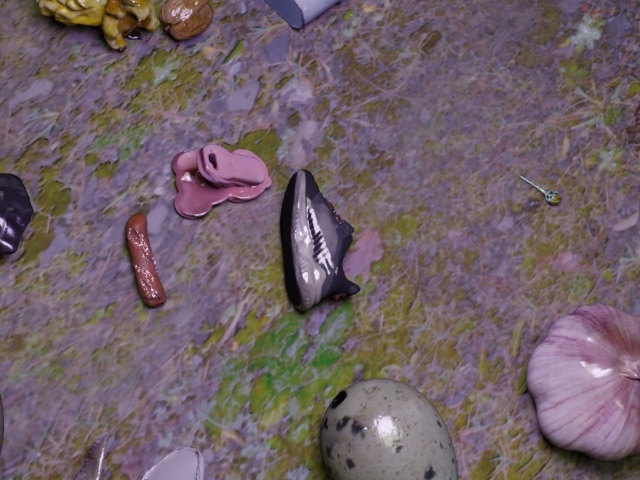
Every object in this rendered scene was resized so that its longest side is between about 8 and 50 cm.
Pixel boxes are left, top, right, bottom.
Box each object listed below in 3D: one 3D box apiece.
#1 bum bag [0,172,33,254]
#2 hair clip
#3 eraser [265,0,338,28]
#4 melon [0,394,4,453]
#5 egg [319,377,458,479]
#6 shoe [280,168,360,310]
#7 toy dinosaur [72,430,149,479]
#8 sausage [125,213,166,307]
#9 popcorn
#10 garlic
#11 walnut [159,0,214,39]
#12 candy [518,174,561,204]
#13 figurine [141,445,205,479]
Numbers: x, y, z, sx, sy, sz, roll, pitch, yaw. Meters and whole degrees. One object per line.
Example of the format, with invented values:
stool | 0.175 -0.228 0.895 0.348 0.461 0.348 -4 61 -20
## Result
bum bag | -0.599 -0.028 1.527 0.341 0.095 0.144 -5 53 -13
hair clip | -0.162 -0.098 1.662 0.138 0.102 0.123 5 63 -43
eraser | -0.006 -0.497 1.833 0.227 0.081 0.174 -40 81 -23
melon | -0.538 0.241 1.334 0.272 0.271 0.308 20 53 0
egg | 0.102 0.299 1.451 0.228 0.177 0.177 48 67 -3
shoe | 0.000 0.000 1.614 0.112 0.099 0.227 3 70 -15
toy dinosaur | -0.331 0.392 1.361 0.294 0.162 0.077 -50 124 -29
sausage | -0.270 0.028 1.587 0.036 0.042 0.157 -28 65 28
popcorn | -0.371 -0.406 1.695 0.168 0.173 0.195 -28 78 -33
garlic | 0.440 0.204 1.509 0.245 0.253 0.245 3 75 -10
walnut | -0.226 -0.383 1.749 0.079 0.083 0.096 52 51 -14
candy | 0.370 -0.089 1.750 0.083 0.023 0.025 37 74 18
figurine | -0.187 0.414 1.394 0.141 0.167 0.250 51 39 -22
